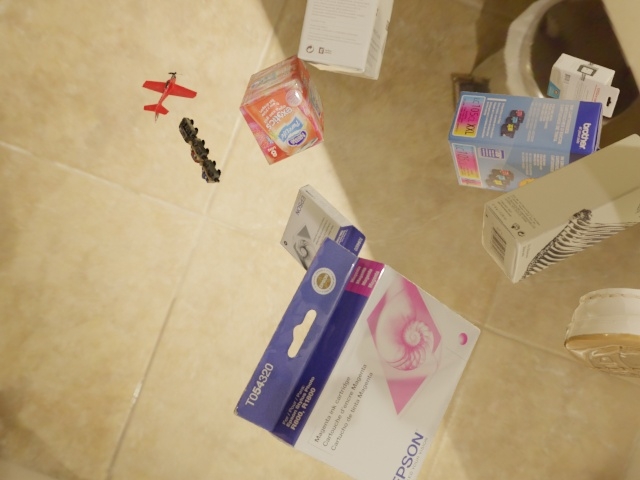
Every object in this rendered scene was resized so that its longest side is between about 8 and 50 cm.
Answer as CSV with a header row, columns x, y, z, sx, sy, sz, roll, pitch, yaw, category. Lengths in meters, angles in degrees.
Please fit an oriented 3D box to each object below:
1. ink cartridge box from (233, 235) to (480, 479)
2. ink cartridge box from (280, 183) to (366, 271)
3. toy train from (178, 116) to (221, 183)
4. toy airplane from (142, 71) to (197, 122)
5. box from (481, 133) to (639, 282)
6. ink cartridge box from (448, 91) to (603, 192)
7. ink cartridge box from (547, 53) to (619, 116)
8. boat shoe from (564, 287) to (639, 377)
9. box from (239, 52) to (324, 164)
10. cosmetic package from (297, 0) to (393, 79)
x,y,z,sx,sy,sz,roll,pitch,yaw,category
0.076,0.211,1.068,0.330,0.071,0.324,33,75,-24,ink cartridge box
0.000,0.000,1.763,0.224,0.223,0.045,43,46,21,ink cartridge box
-0.223,-0.161,1.196,0.036,0.027,0.158,-48,60,32,toy train
-0.396,-0.367,1.652,0.151,0.028,0.151,-2,68,5,toy airplane
0.390,-0.049,1.003,0.275,0.113,0.094,-25,53,-7,box
0.538,-0.226,1.618,0.395,0.270,0.151,9,72,22,ink cartridge box
0.699,-0.407,1.718,0.180,0.104,0.060,30,65,25,ink cartridge box
0.266,0.048,0.436,0.277,0.098,0.096,12,77,-31,boat shoe
-0.083,-0.318,1.550,0.142,0.300,0.154,-22,117,11,box
0.078,-0.559,1.411,0.156,0.217,0.385,14,102,11,cosmetic package
